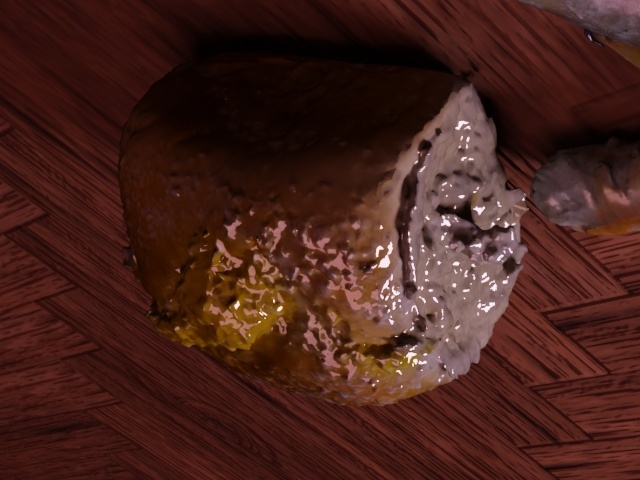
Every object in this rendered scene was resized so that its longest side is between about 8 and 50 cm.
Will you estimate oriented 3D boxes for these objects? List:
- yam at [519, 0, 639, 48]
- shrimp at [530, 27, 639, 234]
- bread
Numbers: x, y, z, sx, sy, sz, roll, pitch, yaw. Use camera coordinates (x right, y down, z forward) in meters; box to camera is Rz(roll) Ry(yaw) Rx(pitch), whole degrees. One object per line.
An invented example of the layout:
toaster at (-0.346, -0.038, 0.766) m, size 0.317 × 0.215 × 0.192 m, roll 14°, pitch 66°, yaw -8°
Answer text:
yam at (0.124, -0.134, 0.641) m, size 0.169 × 0.068 × 0.068 m, roll 20°, pitch 150°, yaw 3°
shrimp at (0.158, -0.066, 0.749) m, size 0.161 × 0.049 × 0.166 m, roll -9°, pitch 136°, yaw 40°
bread at (0.000, 0.000, 0.827) m, size 0.246 × 0.176 × 0.195 m, roll 9°, pitch 145°, yaw 29°
